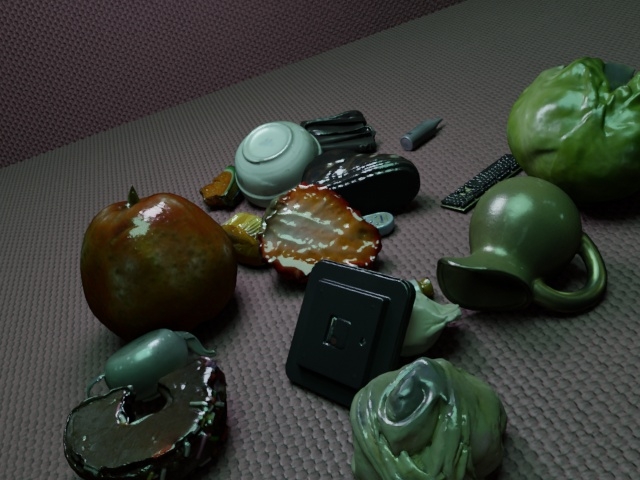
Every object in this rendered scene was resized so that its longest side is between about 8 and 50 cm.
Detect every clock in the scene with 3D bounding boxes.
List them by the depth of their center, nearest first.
[{"bbox_3d":[0.050,0.191,1.439,0.273,0.278,0.049,12,-4,43],"label":"clock"}]

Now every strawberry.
[{"bbox_3d":[0.000,0.000,1.850,0.336,0.149,0.265,16,77,15],"label":"strawberry"}]

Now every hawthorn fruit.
[{"bbox_3d":[-0.415,0.045,1.769,0.403,0.402,0.402,-13,30,8],"label":"hawthorn fruit"}]

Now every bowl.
[{"bbox_3d":[-0.148,-0.271,2.280,0.307,0.163,0.307,-10,54,14],"label":"bowl"}]

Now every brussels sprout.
[{"bbox_3d":[0.697,-0.257,1.752,0.426,0.342,0.360,-2,60,32],"label":"brussels sprout"}]

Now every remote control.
[{"bbox_3d":[0.089,-0.024,1.954,0.244,0.047,0.087,-14,33,5],"label":"remote control"}]

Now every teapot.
[{"bbox_3d":[-0.390,0.289,1.581,0.294,0.129,0.193,-33,9,-25],"label":"teapot"}]

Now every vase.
[{"bbox_3d":[0.459,0.038,1.514,0.329,0.240,0.302,28,61,19],"label":"vase"}]

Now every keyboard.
[{"bbox_3d":[0.483,-0.171,2.010,0.317,0.027,0.106,-34,33,-28],"label":"keyboard"}]

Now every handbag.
[{"bbox_3d":[0.061,-0.377,2.508,0.257,0.113,0.285,-12,29,-2],"label":"handbag"}]

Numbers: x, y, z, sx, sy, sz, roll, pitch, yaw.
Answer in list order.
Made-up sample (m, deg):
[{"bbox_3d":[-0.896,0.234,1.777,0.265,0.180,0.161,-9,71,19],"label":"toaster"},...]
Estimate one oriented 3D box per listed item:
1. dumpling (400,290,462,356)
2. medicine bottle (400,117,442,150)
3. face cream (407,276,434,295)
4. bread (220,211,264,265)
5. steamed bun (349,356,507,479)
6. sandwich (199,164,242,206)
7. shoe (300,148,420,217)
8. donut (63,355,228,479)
[{"bbox_3d":[0.180,0.172,1.497,0.258,0.147,0.193,-14,-2,18],"label":"dumpling"},{"bbox_3d":[0.357,-0.376,2.392,0.199,0.057,0.058,-37,35,-31],"label":"medicine bottle"},{"bbox_3d":[0.176,0.136,1.632,0.182,0.051,0.072,-20,28,-1],"label":"face cream"},{"bbox_3d":[-0.208,-0.002,1.992,0.191,0.132,0.114,10,41,44],"label":"bread"},{"bbox_3d":[0.168,0.306,1.196,0.280,0.207,0.268,11,41,43],"label":"steamed bun"},{"bbox_3d":[-0.329,-0.168,2.403,0.159,0.079,0.235,-32,27,-5],"label":"sandwich"},{"bbox_3d":[0.113,-0.182,2.081,0.384,0.171,0.237,-15,33,20],"label":"shoe"},{"bbox_3d":[-0.333,0.388,1.396,0.345,0.136,0.259,-24,35,-10],"label":"donut"}]
